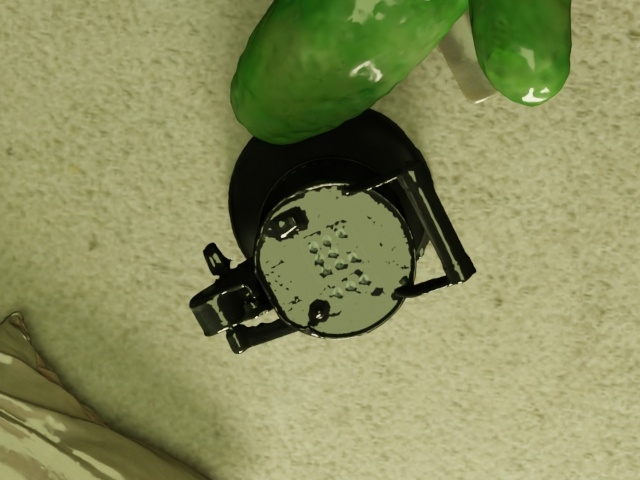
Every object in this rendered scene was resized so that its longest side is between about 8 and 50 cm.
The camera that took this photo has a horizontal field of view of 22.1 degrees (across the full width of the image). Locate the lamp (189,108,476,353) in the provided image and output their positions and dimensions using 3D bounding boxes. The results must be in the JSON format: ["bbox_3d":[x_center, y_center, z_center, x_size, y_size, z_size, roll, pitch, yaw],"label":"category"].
[{"bbox_3d":[0.000,0.000,1.048,0.172,0.227,0.147,-25,101,6],"label":"lamp"}]

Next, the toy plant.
[{"bbox_3d":[0.116,-0.212,0.977,0.210,0.317,0.356,43,68,5],"label":"toy plant"}]

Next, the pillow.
[{"bbox_3d":[-0.189,0.178,1.173,0.270,0.067,0.173,40,95,-8],"label":"pillow"}]

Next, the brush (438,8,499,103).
[{"bbox_3d":[0.054,-0.242,1.090,0.060,0.050,0.321,-28,101,3],"label":"brush"}]
